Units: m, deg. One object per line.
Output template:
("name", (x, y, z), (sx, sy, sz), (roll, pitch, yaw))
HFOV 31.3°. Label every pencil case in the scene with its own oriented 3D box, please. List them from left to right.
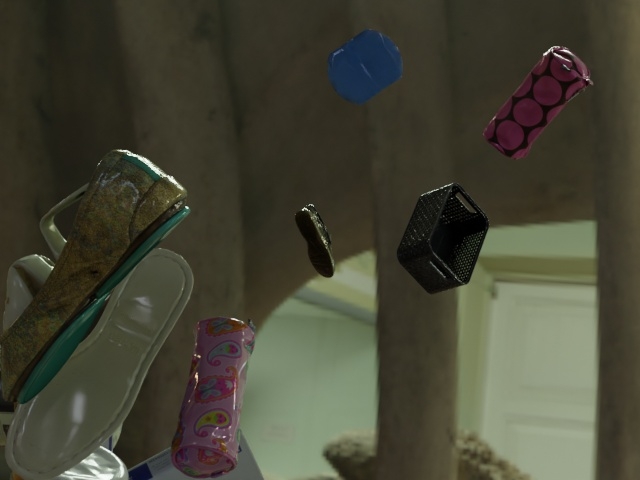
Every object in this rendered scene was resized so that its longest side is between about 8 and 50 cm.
("pencil case", (-0.181, 0.268, 1.981), (0.124, 0.284, 0.124), (4, -41, 4))
("pencil case", (0.380, -0.235, 2.002), (0.095, 0.098, 0.209), (-26, -23, -54))

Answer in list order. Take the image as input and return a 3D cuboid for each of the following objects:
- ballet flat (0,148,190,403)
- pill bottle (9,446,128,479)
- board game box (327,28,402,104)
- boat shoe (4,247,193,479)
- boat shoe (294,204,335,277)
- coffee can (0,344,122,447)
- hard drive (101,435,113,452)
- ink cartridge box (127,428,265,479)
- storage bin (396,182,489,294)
("ballet flat", (-0.266, 0.035, 1.206), (0.123, 0.123, 0.348), (16, -50, -36))
("pill bottle", (-0.380, 0.431, 1.610), (0.162, 0.278, 0.162), (16, 13, -4))
("board game box", (0.097, -0.389, 2.560), (0.169, 0.133, 0.033), (-35, 6, 0))
("boat shoe", (-0.269, 0.156, 1.401), (0.117, 0.324, 0.097), (33, -23, -4))
("boat shoe", (0.000, 0.000, 2.234), (0.056, 0.152, 0.049), (-1, 29, 37))
("coffee can", (-0.535, 0.302, 2.209), (0.275, 0.201, 0.201), (2, -13, 4))
("hard drive", (-0.393, 0.461, 1.903), (0.040, 0.210, 0.318), (8, -38, -16))
("ink cartridge box", (-0.259, 0.543, 2.272), (0.071, 0.324, 0.330), (49, -17, 51))
("storage bin", (0.230, -0.003, 2.135), (0.084, 0.180, 0.122), (-21, -57, 42))
